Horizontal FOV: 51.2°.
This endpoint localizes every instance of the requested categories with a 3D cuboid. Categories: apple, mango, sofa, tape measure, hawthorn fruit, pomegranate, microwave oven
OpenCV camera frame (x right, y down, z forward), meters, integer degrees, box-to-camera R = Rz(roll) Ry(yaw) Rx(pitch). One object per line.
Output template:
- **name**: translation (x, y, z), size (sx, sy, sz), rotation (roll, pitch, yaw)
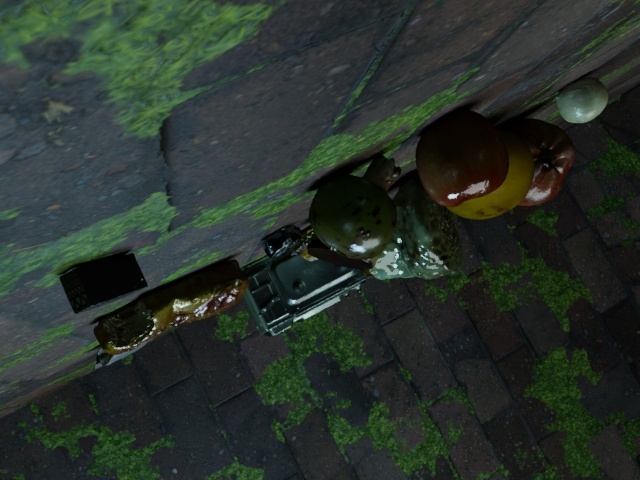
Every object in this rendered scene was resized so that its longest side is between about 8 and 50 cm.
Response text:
- **apple**: translation (0.276, -0.158, 1.324), size (0.181, 0.169, 0.181), rotation (-30, 180, 0)
- **mango**: translation (0.415, -0.174, 1.723), size (0.263, 0.221, 0.378), rotation (-25, 168, 23)
- **sofa**: translation (-0.307, 0.059, 0.953), size (0.039, 0.060, 0.118), rotation (-23, 180, 28)
- **tape measure**: translation (-0.099, 0.004, 1.671), size (0.094, 0.054, 0.091), rotation (-37, 171, 24)
- **hawthorn fruit**: translation (0.596, -0.233, 1.977), size (0.284, 0.284, 0.284), rotation (-28, 176, -2)
- **pomegranate**: translation (0.072, -0.063, 1.308), size (0.179, 0.179, 0.211), rotation (-33, -156, 51)
- **microwave oven**: translation (-0.065, 0.141, 2.249), size (0.394, 0.247, 0.333), rotation (-27, 177, -12)

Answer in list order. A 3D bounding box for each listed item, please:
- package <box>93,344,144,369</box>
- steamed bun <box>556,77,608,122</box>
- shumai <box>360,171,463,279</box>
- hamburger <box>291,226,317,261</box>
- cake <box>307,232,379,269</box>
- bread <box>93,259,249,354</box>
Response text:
- **package**: translation (-0.632, 0.326, 2.227), size (0.251, 0.062, 0.204), rotation (-42, 173, 10)
- **steamed bun**: translation (0.706, -0.376, 1.799), size (0.129, 0.113, 0.091), rotation (-22, 180, 24)
- **shumai**: translation (0.248, -0.018, 2.039), size (0.323, 0.324, 0.397), rotation (-20, 180, 22)
- **hamburger**: translation (0.004, -0.002, 1.987), size (0.189, 0.093, 0.164), rotation (-28, 176, -21)
- **cake**: translation (0.075, -0.030, 1.778), size (0.207, 0.178, 0.185), rotation (18, 168, -27)
- **bread**: translation (-0.352, 0.162, 1.622), size (0.380, 0.109, 0.185), rotation (-22, 174, -39)
